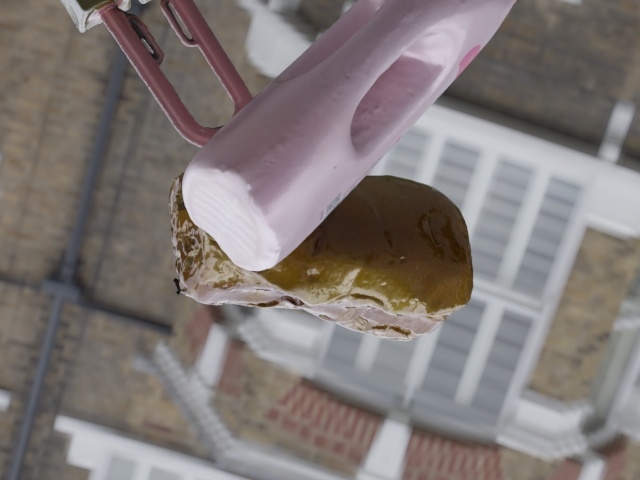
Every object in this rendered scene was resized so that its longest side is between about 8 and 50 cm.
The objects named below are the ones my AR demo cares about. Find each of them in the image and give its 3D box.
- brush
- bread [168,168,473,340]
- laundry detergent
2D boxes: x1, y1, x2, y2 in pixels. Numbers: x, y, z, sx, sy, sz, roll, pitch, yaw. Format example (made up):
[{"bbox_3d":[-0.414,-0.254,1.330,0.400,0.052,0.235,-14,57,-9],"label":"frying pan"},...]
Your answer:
[{"bbox_3d":[-0.124,-0.164,1.376,0.103,0.047,0.233,-28,-101,-21],"label":"brush"},{"bbox_3d":[0.003,-0.001,2.108,0.344,0.149,0.195,12,-133,-29],"label":"bread"},{"bbox_3d":[0.047,-0.126,1.270,0.088,0.335,0.159,42,163,4],"label":"laundry detergent"}]
